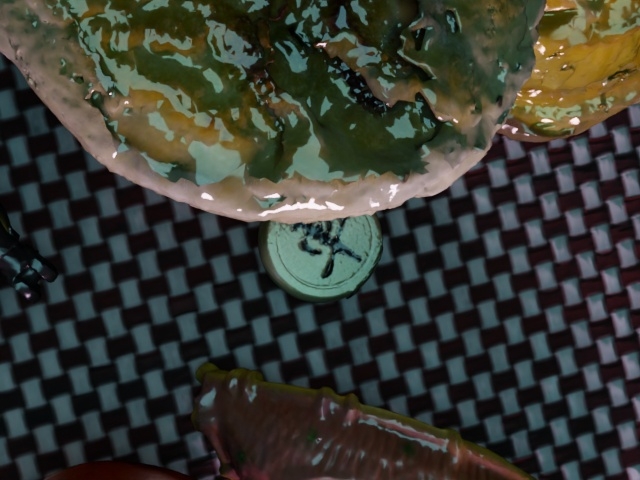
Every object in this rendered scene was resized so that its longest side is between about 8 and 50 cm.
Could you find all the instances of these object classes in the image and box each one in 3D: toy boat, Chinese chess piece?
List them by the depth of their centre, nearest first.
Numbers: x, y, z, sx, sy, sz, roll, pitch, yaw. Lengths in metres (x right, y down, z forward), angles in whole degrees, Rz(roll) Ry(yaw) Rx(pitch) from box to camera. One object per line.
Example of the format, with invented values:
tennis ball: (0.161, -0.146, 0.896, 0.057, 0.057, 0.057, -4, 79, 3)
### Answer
toy boat: (0.056, 0.174, 0.908, 0.318, 0.099, 0.141, 24, 114, -9)
Chinese chess piece: (0.000, 0.000, 0.920, 0.084, 0.034, 0.084, 0, 90, -9)

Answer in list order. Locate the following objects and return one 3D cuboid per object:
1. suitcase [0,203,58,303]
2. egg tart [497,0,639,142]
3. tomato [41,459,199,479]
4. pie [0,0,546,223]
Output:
suitcase: (-0.300, 0.007, 0.812, 0.235, 0.143, 0.194, 41, 85, -9)
egg tart: (0.144, -0.201, 0.906, 0.288, 0.118, 0.288, 0, 94, -7)
tomato: (-0.106, 0.224, 0.854, 0.200, 0.140, 0.233, 23, 121, -3)
pie: (-0.022, -0.166, 0.768, 0.339, 0.077, 0.339, 0, 89, -18)
